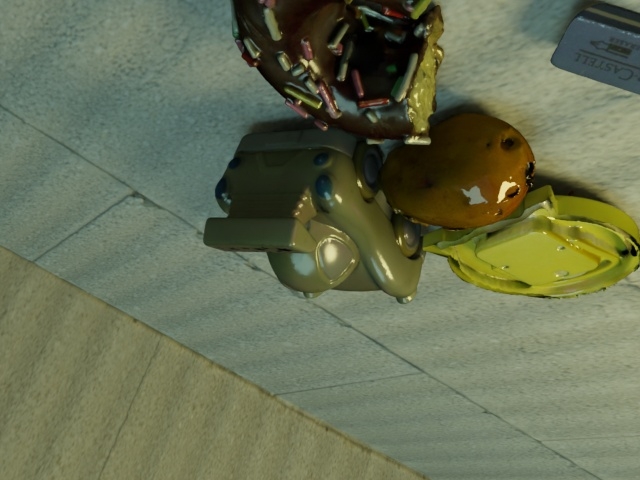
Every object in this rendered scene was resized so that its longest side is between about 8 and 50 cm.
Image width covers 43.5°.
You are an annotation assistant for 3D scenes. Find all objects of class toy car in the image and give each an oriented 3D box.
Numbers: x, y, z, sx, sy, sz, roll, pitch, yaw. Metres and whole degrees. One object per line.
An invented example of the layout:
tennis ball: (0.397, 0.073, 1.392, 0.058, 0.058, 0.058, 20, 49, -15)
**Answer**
toy car: (0.000, 0.000, 1.247, 0.242, 0.226, 0.336, 0, 145, 32)

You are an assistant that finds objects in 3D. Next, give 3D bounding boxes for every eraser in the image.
eraser: (0.370, -0.193, 0.869, 0.225, 0.036, 0.082, 19, 150, 2)

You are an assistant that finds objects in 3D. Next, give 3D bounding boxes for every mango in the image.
mango: (0.174, -0.090, 1.087, 0.151, 0.156, 0.248, -14, -172, -32)

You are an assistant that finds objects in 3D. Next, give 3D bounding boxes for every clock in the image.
clock: (0.329, 0.003, 1.203, 0.277, 0.071, 0.293, -19, 143, 40)

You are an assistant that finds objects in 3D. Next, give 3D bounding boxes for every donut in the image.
donut: (0.022, -0.252, 0.888, 0.259, 0.136, 0.345, 13, 150, 6)
